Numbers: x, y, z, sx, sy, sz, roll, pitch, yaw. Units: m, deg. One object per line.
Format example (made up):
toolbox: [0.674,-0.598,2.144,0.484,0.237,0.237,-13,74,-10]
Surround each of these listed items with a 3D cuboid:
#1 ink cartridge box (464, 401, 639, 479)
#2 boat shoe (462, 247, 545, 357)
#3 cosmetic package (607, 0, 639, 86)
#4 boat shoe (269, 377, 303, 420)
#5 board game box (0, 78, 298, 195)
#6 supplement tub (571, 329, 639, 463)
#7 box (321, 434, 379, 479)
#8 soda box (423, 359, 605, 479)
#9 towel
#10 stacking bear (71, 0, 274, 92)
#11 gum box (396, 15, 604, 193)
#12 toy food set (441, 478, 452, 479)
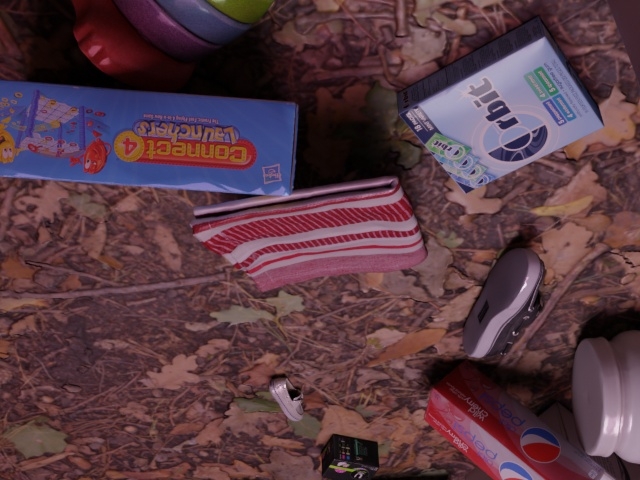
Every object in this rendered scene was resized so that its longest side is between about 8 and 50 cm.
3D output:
ink cartridge box: [0.422,0.444,1.640,0.307,0.129,0.223,37,114,-16]
boat shoe: [0.268,0.092,1.380,0.076,0.080,0.229,4,138,-14]
cosmetic package: [0.411,-0.225,0.937,0.138,0.225,0.224,24,132,-23]
boat shoe: [-0.044,0.249,1.573,0.035,0.035,0.100,-16,128,19]
board game box: [-0.183,-0.103,1.021,0.308,0.302,0.086,4,95,-4]
supplement tub: [0.517,0.224,1.437,0.272,0.191,0.191,0,137,-1]
box: [0.049,0.370,1.688,0.083,0.052,0.062,13,135,-15]
soda box: [0.281,0.301,1.483,0.263,0.083,0.092,38,143,25]
towel: [0.000,0.000,1.198,0.236,0.037,0.329,-10,165,8]
stacking bear: [-0.088,-0.286,0.923,0.289,0.175,0.164,-38,149,22]
gum box: [0.206,-0.149,1.148,0.184,0.041,0.157,-25,132,25]
toy food set: [0.132,0.553,1.818,0.219,0.092,0.306,-10,137,-11]
